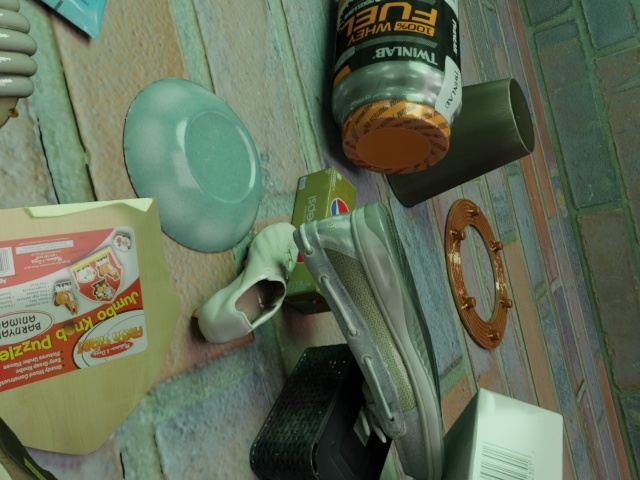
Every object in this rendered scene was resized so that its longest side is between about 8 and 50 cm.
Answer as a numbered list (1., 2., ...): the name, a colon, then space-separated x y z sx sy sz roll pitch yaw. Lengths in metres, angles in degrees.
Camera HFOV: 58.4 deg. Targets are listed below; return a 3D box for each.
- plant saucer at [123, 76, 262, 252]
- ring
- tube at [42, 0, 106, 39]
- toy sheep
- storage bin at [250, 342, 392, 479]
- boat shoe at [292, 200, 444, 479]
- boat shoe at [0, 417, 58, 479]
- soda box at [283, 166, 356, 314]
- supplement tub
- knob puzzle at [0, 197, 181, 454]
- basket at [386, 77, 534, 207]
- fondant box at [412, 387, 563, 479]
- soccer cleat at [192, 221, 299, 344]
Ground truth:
1. plant saucer: -0.117 -0.085 0.612 0.195 0.038 0.194 23 62 -50
2. ring: 0.357 0.069 1.257 0.337 0.032 0.336 25 59 -51
3. tube: -0.214 -0.295 0.536 0.080 0.052 0.206 29 61 -42
4. toy sheep: -0.245 -0.139 0.399 0.091 0.091 0.132 -22 116 -56
5. storage bin: 0.015 0.216 0.658 0.122 0.084 0.180 60 38 -23
6. boat shoe: 0.065 0.119 0.617 0.118 0.103 0.320 -68 142 -67
7. boat shoe: -0.220 0.155 0.354 0.072 0.068 0.189 -36 113 -21
8. soda box: 0.000 0.000 0.733 0.061 0.058 0.181 39 50 -43
9. supplement tub: 0.116 -0.273 0.876 0.194 0.194 0.315 31 54 -47
10. knob puzzle: -0.197 0.069 0.442 0.213 0.030 0.213 0 89 -47
11. basket: 0.236 -0.179 0.988 0.154 0.227 0.204 0 79 -56
12. fondant box: 0.155 0.354 0.642 0.330 0.096 0.238 100 10 -48
13. soccer cleat: -0.058 0.041 0.617 0.068 0.076 0.196 62 36 -21
